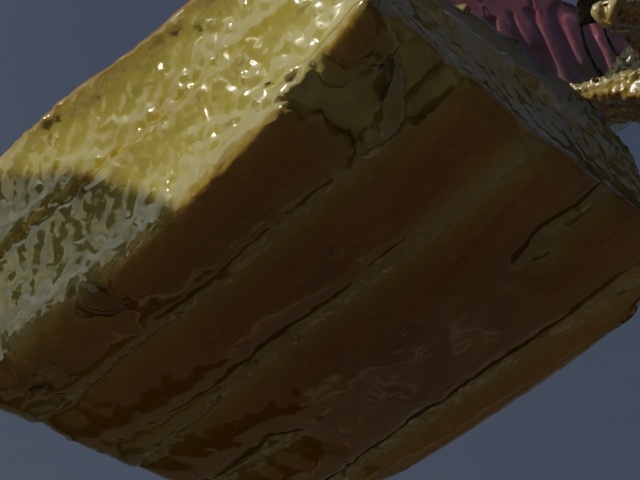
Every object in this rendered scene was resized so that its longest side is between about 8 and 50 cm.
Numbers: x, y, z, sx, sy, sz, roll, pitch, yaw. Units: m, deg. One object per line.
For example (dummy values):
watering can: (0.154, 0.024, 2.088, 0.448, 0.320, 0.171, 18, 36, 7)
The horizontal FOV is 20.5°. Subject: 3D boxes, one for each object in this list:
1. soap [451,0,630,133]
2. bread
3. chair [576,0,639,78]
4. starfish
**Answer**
soap: (0.194, -0.166, 1.844, 0.324, 0.193, 0.109, -7, -24, -28)
bread: (0.000, 0.000, 0.726, 0.246, 0.111, 0.239, -36, -39, 21)
chair: (0.313, -0.226, 1.524, 0.174, 0.213, 0.149, 22, -14, 41)
starfish: (0.207, -0.095, 0.955, 0.295, 0.048, 0.231, -3, -13, 12)
